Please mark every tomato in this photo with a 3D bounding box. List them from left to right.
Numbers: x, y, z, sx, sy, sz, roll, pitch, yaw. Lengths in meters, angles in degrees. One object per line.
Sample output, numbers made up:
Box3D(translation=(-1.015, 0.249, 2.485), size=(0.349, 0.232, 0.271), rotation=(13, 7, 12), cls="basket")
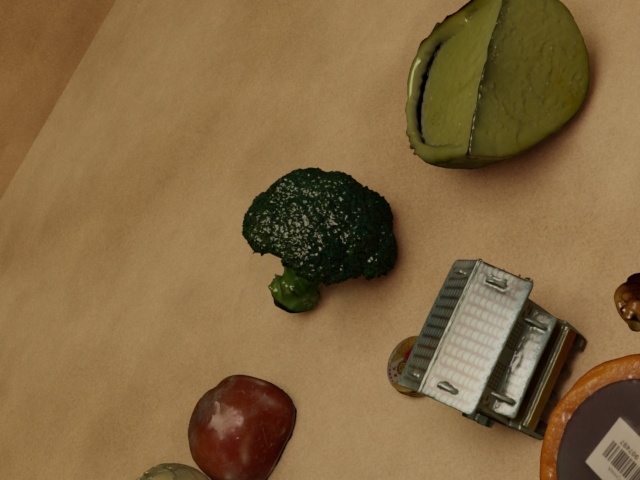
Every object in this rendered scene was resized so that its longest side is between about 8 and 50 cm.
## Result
Box3D(translation=(-0.164, 0.345, 2.214), size=(0.181, 0.155, 0.214), rotation=(9, 71, 42), cls="tomato")

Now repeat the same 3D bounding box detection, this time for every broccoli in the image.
Box3D(translation=(0.000, 0.000, 2.223), size=(0.297, 0.297, 0.297), rotation=(105, 156, -43), cls="broccoli")

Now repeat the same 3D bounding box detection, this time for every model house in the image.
Box3D(translation=(0.262, 0.169, 1.860), size=(0.198, 0.215, 0.224), rotation=(19, 80, 46), cls="model house")

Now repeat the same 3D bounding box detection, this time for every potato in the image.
Box3D(translation=(0.302, -0.264, 2.127), size=(0.280, 0.213, 0.330), rotation=(0, 75, 63), cls="potato")

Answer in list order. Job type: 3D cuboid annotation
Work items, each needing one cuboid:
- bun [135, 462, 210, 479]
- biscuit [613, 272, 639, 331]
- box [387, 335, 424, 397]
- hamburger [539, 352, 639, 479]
Box3D(translation=(-0.270, 0.537, 2.193), size=(0.259, 0.152, 0.259), rotation=(-40, 34, 35), cls="bun")
Box3D(translation=(0.541, 0.095, 1.585), size=(0.289, 0.334, 0.081), rotation=(3, 102, 25), cls="biscuit")
Box3D(translation=(0.165, 0.217, 2.057), size=(0.105, 0.037, 0.105), rotation=(-24, 51, 33), cls="box")
Box3D(translation=(0.470, 0.301, 1.527), size=(0.330, 0.250, 0.330), rotation=(-11, 73, 42), cls="hamburger")
